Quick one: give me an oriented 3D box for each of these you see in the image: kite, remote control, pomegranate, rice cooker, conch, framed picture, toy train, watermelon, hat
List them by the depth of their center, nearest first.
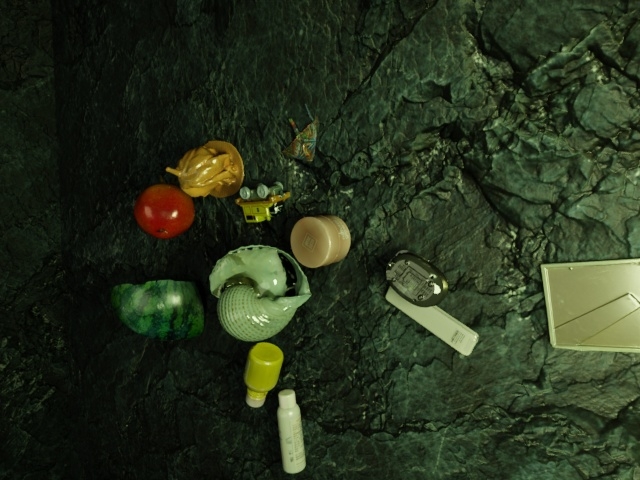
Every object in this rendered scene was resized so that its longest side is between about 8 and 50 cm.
[{"bbox_3d":[0.591,0.129,0.813,0.260,0.023,0.189,-9,91,38],"label":"framed picture"},{"bbox_3d":[0.239,0.097,1.027,0.165,0.106,0.112,37,103,20],"label":"rice cooker"},{"bbox_3d":[0.283,0.195,1.062,0.261,0.029,0.067,35,115,32],"label":"remote control"},{"bbox_3d":[-0.058,-0.312,1.263,0.183,0.010,0.160,-35,78,39],"label":"kite"},{"bbox_3d":[-0.182,0.157,1.305,0.319,0.215,0.303,-16,93,7],"label":"conch"},{"bbox_3d":[-0.188,-0.124,1.346,0.219,0.089,0.127,0,107,37],"label":"toy train"},{"bbox_3d":[-0.439,-0.254,1.426,0.233,0.233,0.244,-35,76,35],"label":"hat"},{"bbox_3d":[-0.602,-0.130,1.595,0.221,0.221,0.256,-22,57,38],"label":"pomegranate"},{"bbox_3d":[-0.641,0.231,1.636,0.319,0.292,0.222,54,129,30],"label":"watermelon"}]

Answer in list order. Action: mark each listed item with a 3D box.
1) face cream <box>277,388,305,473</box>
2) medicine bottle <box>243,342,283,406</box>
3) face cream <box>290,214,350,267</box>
[{"bbox_3d":[-0.102,0.642,1.390,0.082,0.082,0.269,-4,93,38],"label":"face cream"},{"bbox_3d":[-0.208,0.473,1.420,0.122,0.122,0.212,28,113,32],"label":"medicine bottle"},{"bbox_3d":[0.000,0.000,1.202,0.149,0.104,0.149,6,101,37],"label":"face cream"}]
